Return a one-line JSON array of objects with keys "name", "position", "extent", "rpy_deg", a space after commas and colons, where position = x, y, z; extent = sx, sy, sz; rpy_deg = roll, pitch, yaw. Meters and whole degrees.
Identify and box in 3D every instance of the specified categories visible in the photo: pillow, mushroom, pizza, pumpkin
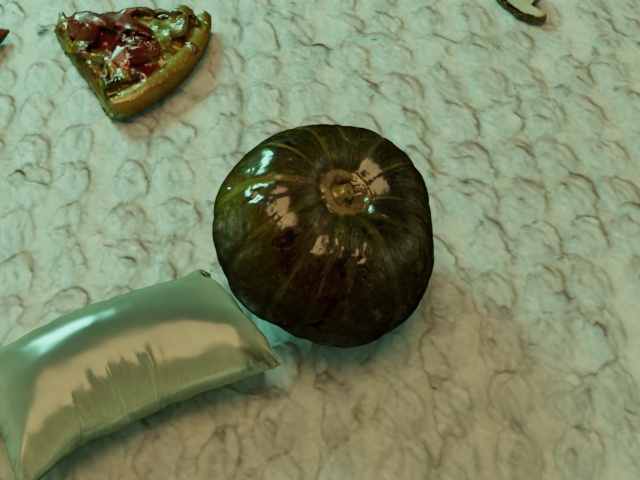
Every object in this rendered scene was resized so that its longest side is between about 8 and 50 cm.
[{"name": "pillow", "position": [-0.177, 0.114, 0.964], "extent": [0.254, 0.078, 0.144], "rpy_deg": [-22, 53, -19]}, {"name": "mushroom", "position": [0.245, -0.302, 1.367], "extent": [0.049, 0.019, 0.101], "rpy_deg": [-21, 55, -17]}, {"name": "pizza", "position": [-0.238, -0.228, 1.276], "extent": [0.193, 0.053, 0.201], "rpy_deg": [15, 51, 12]}, {"name": "pumpkin", "position": [0.000, 0.000, 1.023], "extent": [0.219, 0.162, 0.219], "rpy_deg": [12, 58, -20]}]

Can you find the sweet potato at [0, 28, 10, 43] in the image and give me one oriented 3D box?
[{"name": "sweet potato", "position": [-0.405, -0.228, 1.291], "extent": [0.034, 0.034, 0.095], "rpy_deg": [31, 45, 24]}]
